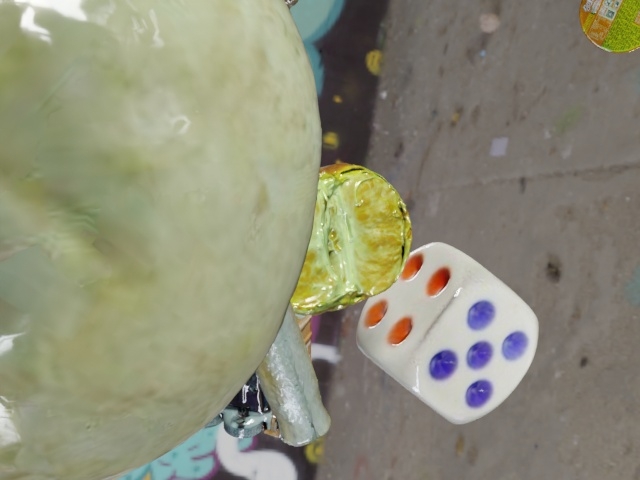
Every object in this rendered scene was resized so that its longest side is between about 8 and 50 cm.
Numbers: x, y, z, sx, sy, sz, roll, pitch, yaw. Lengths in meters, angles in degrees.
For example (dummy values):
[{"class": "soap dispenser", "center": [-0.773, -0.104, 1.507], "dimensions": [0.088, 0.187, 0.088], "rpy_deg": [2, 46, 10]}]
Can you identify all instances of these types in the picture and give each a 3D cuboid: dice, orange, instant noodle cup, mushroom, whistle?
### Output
[{"class": "dice", "center": [0.281, 0.206, 1.977], "dimensions": [0.304, 0.304, 0.277], "rpy_deg": [-52, 28, -2]}, {"class": "orange", "center": [-0.004, 0.002, 1.638], "dimensions": [0.196, 0.335, 0.262], "rpy_deg": [-30, 81, 54]}, {"class": "instant noodle cup", "center": [0.666, -0.505, 1.907], "dimensions": [0.185, 0.168, 0.168], "rpy_deg": [-39, -16, -44]}, {"class": "mushroom", "center": [-0.167, -0.044, 0.447], "dimensions": [0.260, 0.352, 0.352], "rpy_deg": [-129, 51, -82]}, {"class": "whistle", "center": [-0.060, 0.039, 0.812], "dimensions": [0.068, 0.057, 0.326], "rpy_deg": [7, 120, 50]}]

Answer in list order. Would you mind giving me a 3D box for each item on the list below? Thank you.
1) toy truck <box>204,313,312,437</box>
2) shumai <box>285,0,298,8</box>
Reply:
[{"class": "toy truck", "center": [-0.165, 0.142, 1.190], "dimensions": [0.162, 0.305, 0.136], "rpy_deg": [-45, -39, -56]}, {"class": "shumai", "center": [-0.108, -0.401, 1.454], "dimensions": [0.175, 0.206, 0.166], "rpy_deg": [79, 177, -64]}]
